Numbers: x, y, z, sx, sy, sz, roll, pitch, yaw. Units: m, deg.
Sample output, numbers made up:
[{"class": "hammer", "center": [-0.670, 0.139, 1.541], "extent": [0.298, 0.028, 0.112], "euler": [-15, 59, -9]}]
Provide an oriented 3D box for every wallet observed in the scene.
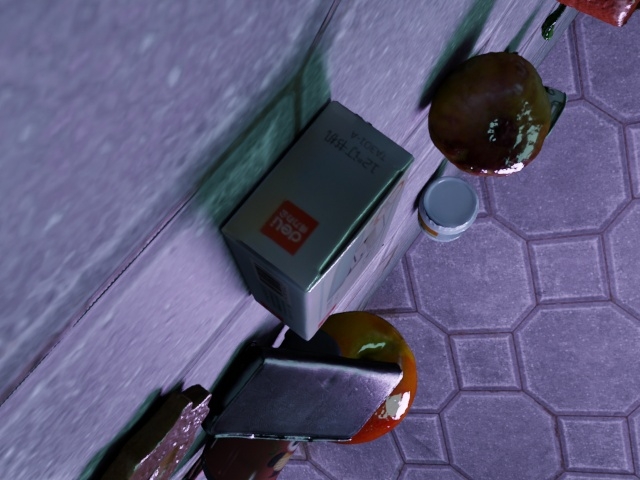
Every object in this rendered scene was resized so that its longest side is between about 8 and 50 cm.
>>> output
[{"class": "wallet", "center": [-0.222, 0.454, 1.350], "extent": [0.119, 0.025, 0.232], "euler": [-51, 171, -12]}, {"class": "wallet", "center": [-0.020, 0.236, 0.968], "extent": [0.318, 0.045, 0.172], "euler": [17, 114, -43]}]

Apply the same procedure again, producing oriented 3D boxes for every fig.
[{"class": "fig", "center": [0.228, -0.198, 0.876], "extent": [0.257, 0.159, 0.159], "euler": [-73, -170, -52]}]

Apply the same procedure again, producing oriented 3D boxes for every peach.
[{"class": "peach", "center": [0.059, 0.303, 1.429], "extent": [0.308, 0.308, 0.332], "euler": [-49, -176, -24]}]

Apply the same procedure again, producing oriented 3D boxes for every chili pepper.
[{"class": "chili pepper", "center": [0.564, -0.537, 1.555], "extent": [0.118, 0.035, 0.055], "euler": [102, 12, -48]}]

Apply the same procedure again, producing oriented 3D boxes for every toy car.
[{"class": "toy car", "center": [0.417, -0.273, 1.409], "extent": [0.136, 0.125, 0.306], "euler": [-61, -172, 4]}]

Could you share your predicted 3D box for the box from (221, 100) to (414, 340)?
[{"class": "box", "center": [0.000, 0.000, 0.567], "extent": [0.135, 0.079, 0.269], "euler": [-50, 171, -13]}]

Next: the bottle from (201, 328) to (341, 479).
[{"class": "bottle", "center": [-0.080, 0.291, 1.102], "extent": [0.336, 0.144, 0.144], "euler": [-60, 169, 25]}]

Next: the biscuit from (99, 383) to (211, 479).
[{"class": "biscuit", "center": [-0.180, 0.224, 0.657], "extent": [0.215, 0.034, 0.182], "euler": [-61, 169, 30]}]

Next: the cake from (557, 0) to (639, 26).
[{"class": "cake", "center": [0.474, -0.473, 0.981], "extent": [0.283, 0.151, 0.177], "euler": [-49, 158, -22]}]

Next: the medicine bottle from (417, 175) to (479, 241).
[{"class": "medicine bottle", "center": [0.350, -0.085, 1.783], "extent": [0.158, 0.158, 0.318], "euler": [-53, 172, 0]}]

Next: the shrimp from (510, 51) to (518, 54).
[{"class": "shrimp", "center": [0.331, -0.289, 1.249], "extent": [0.169, 0.058, 0.296], "euler": [-64, 172, 28]}]
